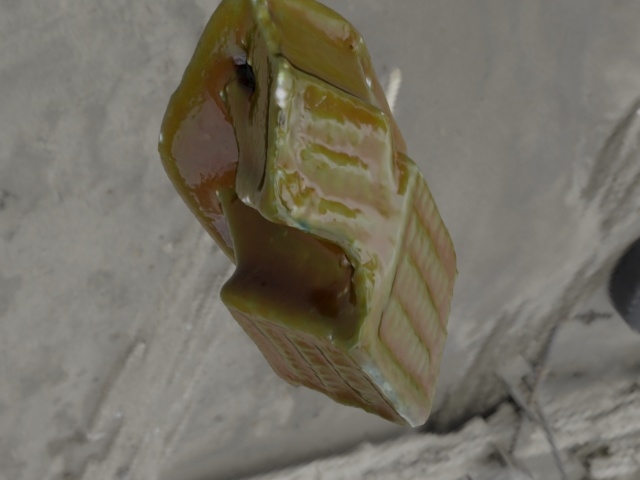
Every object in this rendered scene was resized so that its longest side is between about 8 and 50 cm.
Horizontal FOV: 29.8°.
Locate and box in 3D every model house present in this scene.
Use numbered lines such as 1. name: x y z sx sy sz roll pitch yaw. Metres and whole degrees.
1. model house: -0.008 -0.003 0.793 0.173 0.239 0.268 -25 140 8
